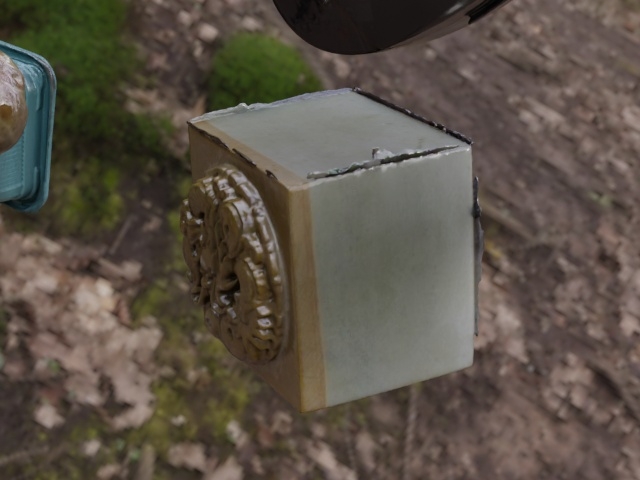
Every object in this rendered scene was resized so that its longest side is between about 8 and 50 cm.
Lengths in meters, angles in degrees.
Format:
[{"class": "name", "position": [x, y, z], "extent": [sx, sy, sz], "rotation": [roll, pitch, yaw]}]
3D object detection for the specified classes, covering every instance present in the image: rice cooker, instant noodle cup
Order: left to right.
[{"class": "instant noodle cup", "position": [-0.328, -0.109, 1.308], "extent": [0.179, 0.157, 0.070], "rotation": [21, 29, 23]}, {"class": "rice cooker", "position": [0.052, -0.156, 0.712], "extent": [0.112, 0.165, 0.106], "rotation": [65, 22, 0]}]

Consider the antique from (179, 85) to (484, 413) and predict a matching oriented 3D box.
[{"class": "antique", "position": [0.000, 0.000, 0.866], "extent": [0.148, 0.152, 0.147], "rotation": [-13, 24, -24]}]

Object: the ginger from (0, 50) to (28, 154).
[{"class": "ginger", "position": [-0.271, -0.057, 0.939], "extent": [0.080, 0.104, 0.204], "rotation": [40, 49, 9]}]
